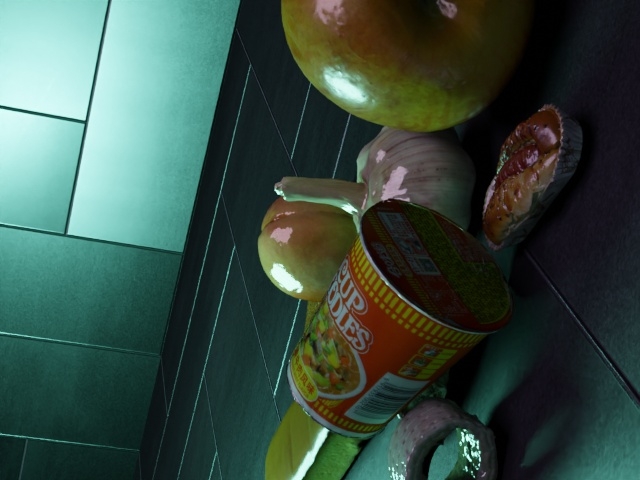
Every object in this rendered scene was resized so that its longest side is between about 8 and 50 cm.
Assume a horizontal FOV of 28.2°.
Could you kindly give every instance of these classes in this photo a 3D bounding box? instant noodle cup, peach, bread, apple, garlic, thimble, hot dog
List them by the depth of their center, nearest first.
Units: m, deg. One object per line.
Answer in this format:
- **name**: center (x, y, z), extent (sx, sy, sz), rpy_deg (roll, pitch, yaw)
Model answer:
- **hot dog**: center (0.206, -0.064, 1.278), extent (0.192, 0.053, 0.099), rpy_deg (118, 153, -57)
- **thimble**: center (0.125, 0.227, 1.313), extent (0.115, 0.102, 0.090), rpy_deg (-61, 13, 1)
- **instant noodle cup**: center (0.071, 0.095, 1.348), extent (0.212, 0.193, 0.193), rpy_deg (-55, 26, 32)
- **apple**: center (0.097, -0.258, 1.378), extent (0.233, 0.286, 0.286), rpy_deg (-139, 59, -76)
- **garlic**: center (0.060, -0.063, 1.496), extent (0.199, 0.226, 0.199), rpy_deg (-174, 90, -81)
- **peach**: center (0.000, 0.000, 1.795), extent (0.184, 0.184, 0.184), rpy_deg (-171, 90, -76)
- **bread**: center (-0.002, 0.278, 1.815), extent (0.361, 0.077, 0.138), rpy_deg (116, 157, -48)
- **bread**: center (0.004, 0.113, 1.980), extent (0.094, 0.035, 0.090), rpy_deg (147, 132, -71)

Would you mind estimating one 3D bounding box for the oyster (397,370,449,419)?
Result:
- **oyster**: center (0.117, 0.153, 1.484), extent (0.125, 0.064, 0.177), rpy_deg (-83, -5, -79)
